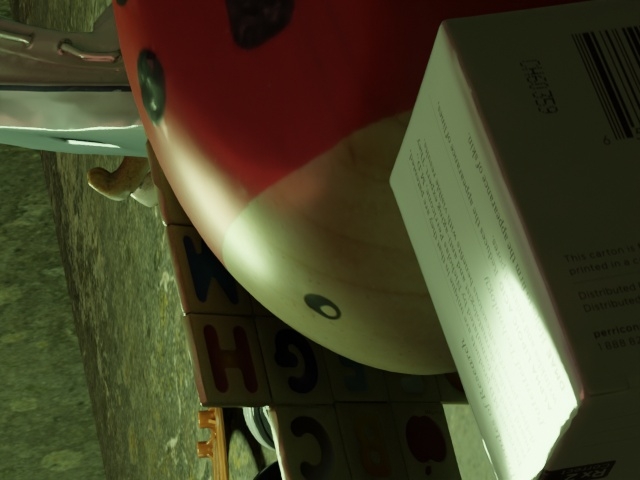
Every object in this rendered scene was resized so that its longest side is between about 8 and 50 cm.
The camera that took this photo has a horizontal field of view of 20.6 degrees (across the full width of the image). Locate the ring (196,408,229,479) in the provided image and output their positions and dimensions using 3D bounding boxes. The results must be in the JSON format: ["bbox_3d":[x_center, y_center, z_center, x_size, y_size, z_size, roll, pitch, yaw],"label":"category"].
[{"bbox_3d":[-0.126,0.349,2.113,0.336,0.032,0.336,176,90,-85],"label":"ring"}]

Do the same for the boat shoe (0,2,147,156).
[{"bbox_3d":[-0.133,-0.145,1.353,0.367,0.136,0.156,6,83,39],"label":"boat shoe"}]

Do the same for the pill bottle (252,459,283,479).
[{"bbox_3d":[-0.017,0.306,1.624,0.219,0.123,0.123,97,158,-47],"label":"pill bottle"}]

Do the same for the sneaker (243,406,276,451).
[{"bbox_3d":[-0.008,0.068,1.520,0.153,0.101,0.268,-158,62,-63],"label":"sneaker"}]

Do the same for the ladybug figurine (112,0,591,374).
[{"bbox_3d":[0.002,-0.143,0.982,0.305,0.162,0.449,-33,64,27],"label":"ladybug figurine"}]

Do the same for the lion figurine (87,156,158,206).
[{"bbox_3d":[-0.048,-0.080,1.446,0.392,0.240,0.142,43,-169,24],"label":"lion figurine"}]

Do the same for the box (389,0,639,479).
[{"bbox_3d":[0.145,0.000,0.730,0.119,0.181,0.182,104,152,-57],"label":"box"}]

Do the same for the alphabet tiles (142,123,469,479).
[{"bbox_3d":[0.000,0.000,1.167,0.011,0.285,0.342,-26,70,36],"label":"alphabet tiles"}]
